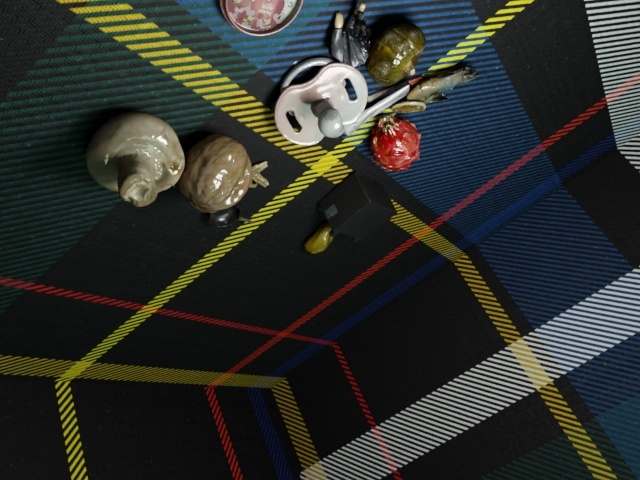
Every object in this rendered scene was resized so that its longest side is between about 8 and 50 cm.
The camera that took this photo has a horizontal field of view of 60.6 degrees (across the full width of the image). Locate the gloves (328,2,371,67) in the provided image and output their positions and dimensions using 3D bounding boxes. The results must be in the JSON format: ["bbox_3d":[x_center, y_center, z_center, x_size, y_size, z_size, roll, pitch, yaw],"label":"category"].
[{"bbox_3d":[0.106,-0.638,1.681,0.106,0.129,0.180,-27,150,-52],"label":"gloves"}]

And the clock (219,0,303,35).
[{"bbox_3d":[-0.155,-0.663,1.476,0.245,0.056,0.244,-18,148,-11],"label":"clock"}]

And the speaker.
[{"bbox_3d":[0.158,-0.141,2.419,0.254,0.184,0.232,-39,148,26],"label":"speaker"}]

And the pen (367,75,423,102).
[{"bbox_3d":[0.266,-0.553,2.012,0.239,0.028,0.028,-22,150,-7],"label":"pen"}]

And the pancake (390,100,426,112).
[{"bbox_3d":[0.333,-0.504,2.071,0.140,0.022,0.139,0,-179,0],"label":"pancake"}]

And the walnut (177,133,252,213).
[{"bbox_3d":[-0.349,-0.224,1.826,0.273,0.227,0.273,-31,134,-40],"label":"walnut"}]

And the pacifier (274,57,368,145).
[{"bbox_3d":[0.009,-0.438,1.808,0.332,0.273,0.220,-28,167,4],"label":"pacifier"}]

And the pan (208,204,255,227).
[{"bbox_3d":[-0.369,-0.096,2.196,0.128,0.048,0.202,-31,149,10],"label":"pan"}]

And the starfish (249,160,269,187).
[{"bbox_3d":[-0.262,-0.252,2.037,0.150,0.053,0.209,-28,149,-8],"label":"starfish"}]

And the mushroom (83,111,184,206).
[{"bbox_3d":[-0.540,-0.214,1.634,0.293,0.290,0.292,-15,143,-11],"label":"mushroom"}]

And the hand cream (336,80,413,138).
[{"bbox_3d":[0.193,-0.480,2.012,0.336,0.076,0.121,-29,179,6],"label":"hand cream"}]

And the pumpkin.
[{"bbox_3d":[0.251,-0.595,1.763,0.219,0.162,0.219,-43,170,-9],"label":"pumpkin"}]

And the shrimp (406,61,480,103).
[{"bbox_3d":[0.454,-0.571,2.072,0.289,0.075,0.178,-28,172,-14],"label":"shrimp"}]

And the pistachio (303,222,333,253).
[{"bbox_3d":[0.001,0.001,2.590,0.100,0.110,0.189,35,119,-22],"label":"pistachio"}]

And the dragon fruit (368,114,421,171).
[{"bbox_3d":[0.292,-0.385,2.136,0.205,0.210,0.268,-42,145,-8],"label":"dragon fruit"}]
